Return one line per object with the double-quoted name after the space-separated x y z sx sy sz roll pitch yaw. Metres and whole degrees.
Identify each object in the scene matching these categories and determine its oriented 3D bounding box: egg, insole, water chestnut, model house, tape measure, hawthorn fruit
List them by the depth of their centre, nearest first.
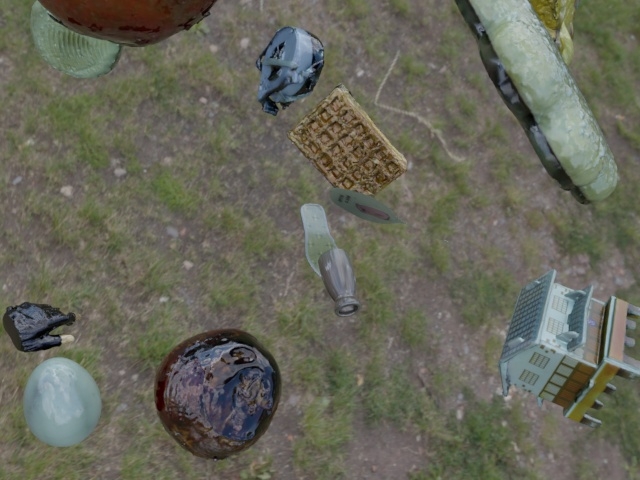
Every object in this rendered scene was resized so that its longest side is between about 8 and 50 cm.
-0.037 -0.208 0.766 0.054 0.094 0.091 13 62 -35 "tape measure"
-0.269 -0.399 0.846 0.316 0.316 0.315 12 64 -26 "hawthorn fruit"
0.459 0.200 1.200 0.215 0.198 0.224 22 42 14 "model house"
-0.651 0.406 1.612 0.183 0.264 0.182 3 37 -2 "egg"
-0.273 0.393 1.680 0.351 0.302 0.350 -4 96 -35 "water chestnut"
0.000 0.000 1.880 0.109 0.007 0.322 1 46 -16 "insole"

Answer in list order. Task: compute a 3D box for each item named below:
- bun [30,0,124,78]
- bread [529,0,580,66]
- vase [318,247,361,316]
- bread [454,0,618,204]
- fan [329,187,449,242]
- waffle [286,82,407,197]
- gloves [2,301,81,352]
-0.501 -0.438 1.336 0.196 0.195 0.118 15 47 -24 "bun"
0.286 -0.346 0.879 0.133 0.251 0.174 9 59 24 "bread"
0.031 0.067 1.001 0.053 0.053 0.100 6 50 -28 "vase"
0.201 -0.155 0.598 0.286 0.056 0.207 59 26 -2 "bread"
0.163 -0.052 1.514 0.310 0.182 0.010 23 77 3 "fan"
0.081 -0.261 1.818 0.308 0.213 0.091 47 27 -9 "waffle"
-0.692 0.203 1.622 0.129 0.106 0.181 26 31 33 "gloves"
